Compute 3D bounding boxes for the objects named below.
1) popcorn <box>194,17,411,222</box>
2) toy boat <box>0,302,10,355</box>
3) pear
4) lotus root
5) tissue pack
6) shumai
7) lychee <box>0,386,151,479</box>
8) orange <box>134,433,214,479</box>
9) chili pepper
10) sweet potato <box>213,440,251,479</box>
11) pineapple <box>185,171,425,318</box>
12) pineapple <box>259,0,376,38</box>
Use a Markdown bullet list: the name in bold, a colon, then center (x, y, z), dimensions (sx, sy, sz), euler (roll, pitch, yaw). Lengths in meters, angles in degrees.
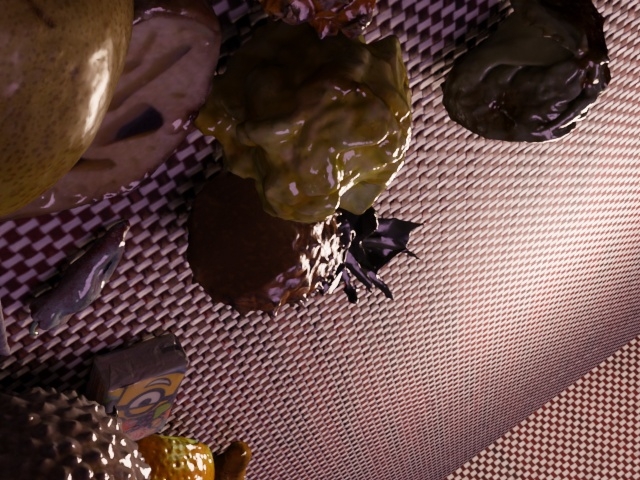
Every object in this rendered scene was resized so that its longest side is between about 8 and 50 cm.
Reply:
- **popcorn**: center (-0.011, -0.105, 0.756), dimensions (0.187, 0.185, 0.167), euler (-37, 156, -45)
- **toy boat**: center (-0.326, 0.051, 0.557), dimensions (0.293, 0.111, 0.276), euler (-15, -179, -37)
- **pear**: center (-0.222, -0.104, 0.490), dimensions (0.228, 0.188, 0.211), euler (-2, 138, -52)
- **lotus root**: center (-0.178, -0.101, 0.677), dimensions (0.261, 0.074, 0.170), euler (-45, 154, 18)
- **tissue pack**: center (-0.227, 0.184, 1.059), dimensions (0.109, 0.060, 0.148), euler (-14, 145, -36)
- **shumai**: center (0.221, -0.196, 0.956), dimensions (0.184, 0.184, 0.142), euler (-23, 125, -28)
- **lychee**: center (-0.305, 0.301, 0.911), dimensions (0.300, 0.300, 0.300), euler (-29, 151, -18)
- **orange**: center (-0.287, 0.402, 1.222), dimensions (0.334, 0.196, 0.262), euler (-33, 166, -26)
- **chili pepper**: center (-0.234, 0.043, 0.860), dimensions (0.153, 0.041, 0.050), euler (-42, -165, 6)
- **sweet potato**: center (-0.151, 0.379, 1.437), dimensions (0.067, 0.067, 0.274), euler (-22, 156, -28)
- **pineapple**: center (0.000, -0.004, 0.981), dimensions (0.165, 0.165, 0.364), euler (-49, 159, 19)
- **pineapple**: center (-0.020, -0.208, 0.689), dimensions (0.069, 0.137, 0.116), euler (-51, -168, 29)
